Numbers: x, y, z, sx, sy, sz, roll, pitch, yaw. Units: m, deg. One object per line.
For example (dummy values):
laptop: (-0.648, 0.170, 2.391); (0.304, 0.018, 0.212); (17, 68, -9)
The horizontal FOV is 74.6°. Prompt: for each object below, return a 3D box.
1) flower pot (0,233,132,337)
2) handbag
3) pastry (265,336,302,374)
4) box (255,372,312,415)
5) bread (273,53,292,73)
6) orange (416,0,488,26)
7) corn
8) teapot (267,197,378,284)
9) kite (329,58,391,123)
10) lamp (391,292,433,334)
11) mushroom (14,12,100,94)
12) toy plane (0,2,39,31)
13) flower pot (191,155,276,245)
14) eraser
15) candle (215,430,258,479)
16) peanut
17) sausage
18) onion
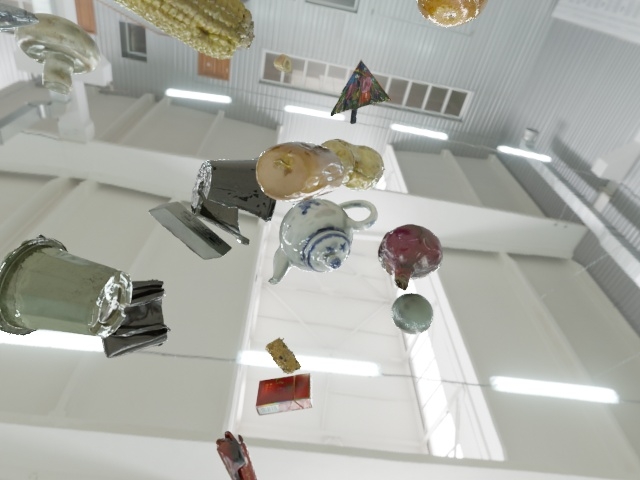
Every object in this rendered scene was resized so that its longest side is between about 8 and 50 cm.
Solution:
flower pot: (-0.687, 0.154, 1.155); (0.258, 0.291, 0.290); (14, -145, 3)
handbag: (-0.730, 0.299, 1.651); (0.256, 0.286, 0.113); (-6, -173, -31)
pastry: (-0.133, 0.415, 1.499); (0.079, 0.056, 0.140); (-33, -92, -15)
box: (-0.113, 0.487, 1.334); (0.174, 0.048, 0.112); (-10, -155, 3)
bread: (-0.137, -0.681, 1.621); (0.062, 0.049, 0.103); (-44, -137, 0)
orange: (0.276, -0.526, 0.873); (0.154, 0.134, 0.155); (7, 172, 1)
corn: (-0.248, -0.409, 0.699); (0.321, 0.119, 0.119); (19, -156, -43)
teapot: (0.000, 0.000, 1.375); (0.423, 0.252, 0.280); (-32, -138, -3)
kite: (0.139, -0.530, 1.495); (0.016, 0.234, 0.321); (9, 178, -39)
lamp: (0.227, 0.180, 1.037); (0.105, 0.105, 0.105); (9, -145, -6)
mushroom: (-0.860, -0.601, 1.373); (0.243, 0.244, 0.244); (9, -145, -6)
toy plane: (-0.539, -0.327, 0.577); (0.266, 0.088, 0.213); (-2, -121, -1)
flower pot: (-0.366, -0.191, 1.693); (0.250, 0.380, 0.379); (11, -149, -33)
eraser: (-0.534, -0.043, 1.731); (0.352, 0.077, 0.111); (41, -156, -4)
candle: (-0.194, 0.638, 1.100); (0.059, 0.302, 0.084); (-15, -174, 40)
peanut: (0.083, -0.217, 1.206); (0.305, 0.147, 0.147); (7, -152, -50)
sausage: (-0.018, -0.131, 0.790); (0.112, 0.112, 0.328); (21, -165, 11)
onion: (0.230, 0.037, 1.096); (0.172, 0.136, 0.198); (6, -149, 17)
